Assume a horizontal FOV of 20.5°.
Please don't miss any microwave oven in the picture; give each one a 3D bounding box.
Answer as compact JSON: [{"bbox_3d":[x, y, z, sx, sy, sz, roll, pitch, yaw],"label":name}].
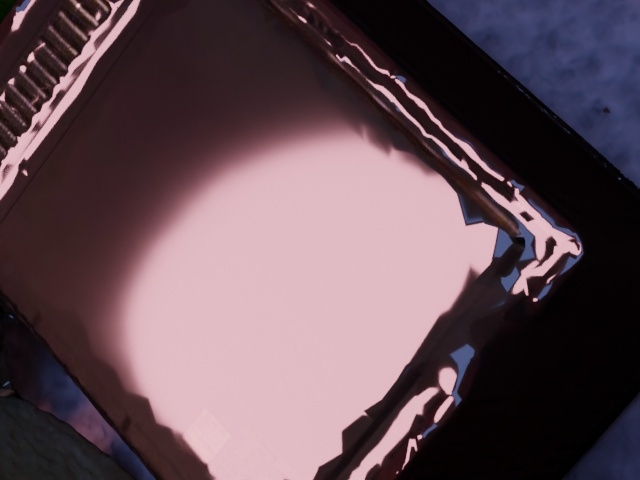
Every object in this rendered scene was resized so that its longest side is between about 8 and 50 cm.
[{"bbox_3d":[0.000,-0.001,0.673,0.247,0.188,0.178,45,104,23],"label":"microwave oven"}]

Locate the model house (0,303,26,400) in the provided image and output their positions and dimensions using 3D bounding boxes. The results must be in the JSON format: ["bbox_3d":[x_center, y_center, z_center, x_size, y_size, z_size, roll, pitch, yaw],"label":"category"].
[{"bbox_3d":[-0.291,0.052,0.754,0.271,0.206,0.178,8,113,30],"label":"model house"}]

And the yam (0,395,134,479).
[{"bbox_3d":[-0.189,0.221,0.719,0.168,0.168,0.304,44,99,27],"label":"yam"}]

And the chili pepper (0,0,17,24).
[{"bbox_3d":[-0.210,-0.080,0.844,0.270,0.099,0.136,16,62,34],"label":"chili pepper"}]
